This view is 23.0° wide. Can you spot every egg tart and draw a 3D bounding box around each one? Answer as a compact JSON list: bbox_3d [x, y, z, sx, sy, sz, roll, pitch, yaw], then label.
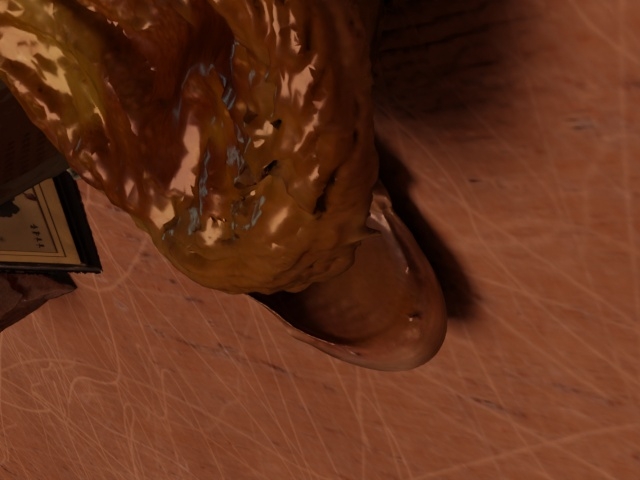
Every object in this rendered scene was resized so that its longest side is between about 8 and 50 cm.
[{"bbox_3d":[-0.075,-0.139,0.717,0.352,0.150,0.352,40,153,26],"label":"egg tart"}]

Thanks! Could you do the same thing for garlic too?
[{"bbox_3d":[-0.004,0.010,0.869,0.174,0.099,0.124,43,174,25],"label":"garlic"}]

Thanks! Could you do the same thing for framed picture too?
[{"bbox_3d":[-0.300,-0.032,1.360,0.199,0.010,0.195,2,143,8],"label":"framed picture"}]

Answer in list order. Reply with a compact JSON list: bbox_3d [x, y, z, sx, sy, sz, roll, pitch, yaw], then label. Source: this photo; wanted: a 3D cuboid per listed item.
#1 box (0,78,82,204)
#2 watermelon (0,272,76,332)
[{"bbox_3d":[-0.260,-0.118,1.089,0.175,0.182,0.312,51,159,9],"label":"box"},{"bbox_3d":[-0.386,0.043,1.563,0.232,0.193,0.310,42,163,24],"label":"watermelon"}]
